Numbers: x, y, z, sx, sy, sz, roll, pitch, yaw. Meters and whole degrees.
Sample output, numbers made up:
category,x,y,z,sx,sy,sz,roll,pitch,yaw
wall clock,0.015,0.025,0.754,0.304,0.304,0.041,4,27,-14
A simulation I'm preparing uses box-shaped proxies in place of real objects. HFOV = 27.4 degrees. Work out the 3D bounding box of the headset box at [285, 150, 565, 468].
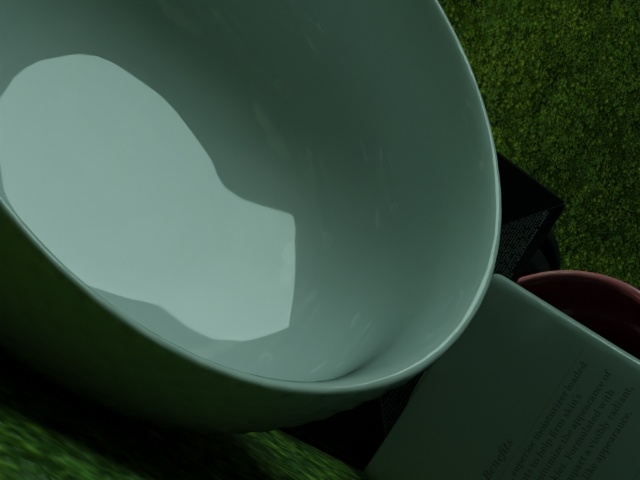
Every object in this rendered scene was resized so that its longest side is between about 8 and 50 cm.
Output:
category,x,y,z,sx,sy,sz,roll,pitch,yaw
headset box,0.000,0.000,0.937,0.110,0.218,0.293,32,2,-33

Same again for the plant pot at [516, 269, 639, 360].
category,x,y,z,sx,sy,sz,roll,pitch,yaw
plant pot,0.198,0.152,1.009,0.201,0.201,0.180,33,-14,37

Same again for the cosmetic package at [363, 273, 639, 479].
category,x,y,z,sx,sy,sz,roll,pitch,yaw
cosmetic package,0.160,0.142,0.807,0.184,0.151,0.151,34,1,35

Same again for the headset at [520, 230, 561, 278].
category,x,y,z,sx,sy,sz,roll,pitch,yaw
headset,0.147,0.091,1.210,0.394,0.185,0.243,21,43,-21

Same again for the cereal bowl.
category,x,y,z,sx,sy,sz,roll,pitch,yaw
cereal bowl,-0.077,-0.060,0.633,0.339,0.339,0.141,32,-43,-24
